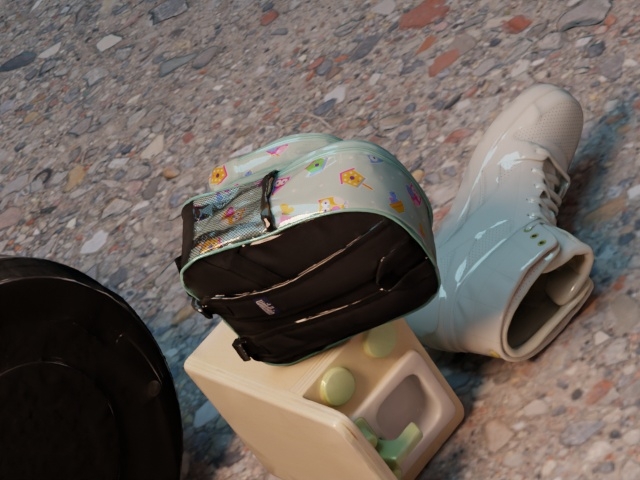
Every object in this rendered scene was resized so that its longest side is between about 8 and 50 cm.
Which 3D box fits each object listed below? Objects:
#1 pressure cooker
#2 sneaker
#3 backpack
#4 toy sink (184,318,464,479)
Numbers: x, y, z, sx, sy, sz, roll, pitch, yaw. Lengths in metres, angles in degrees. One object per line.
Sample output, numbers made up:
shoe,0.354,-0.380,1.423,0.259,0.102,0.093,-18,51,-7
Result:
pressure cooker,-0.383,0.178,1.607,0.420,0.375,0.370,3,51,46
sneaker,0.201,-0.013,1.558,0.169,0.108,0.292,11,64,49
backpack,0.000,0.000,1.374,0.188,0.166,0.144,-16,45,25
toy sink,0.022,0.135,1.477,0.131,0.153,0.234,-48,32,-19
